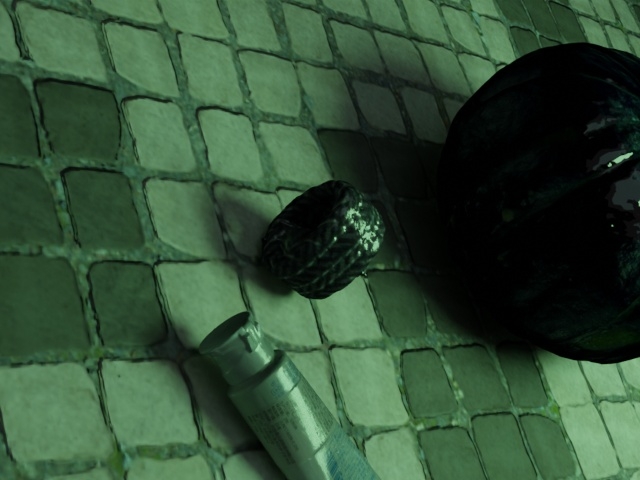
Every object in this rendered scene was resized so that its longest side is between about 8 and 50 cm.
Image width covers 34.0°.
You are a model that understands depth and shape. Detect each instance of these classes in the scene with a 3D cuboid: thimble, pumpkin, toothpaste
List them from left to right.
[{"bbox_3d":[-0.010,0.164,0.855,0.234,0.057,0.089,54,39,-13],"label":"toothpaste"},{"bbox_3d":[0.002,0.000,0.938,0.066,0.104,0.095,42,43,-29],"label":"thimble"},{"bbox_3d":[0.295,-0.042,1.154,0.364,0.266,0.363,23,50,-30],"label":"pumpkin"}]
